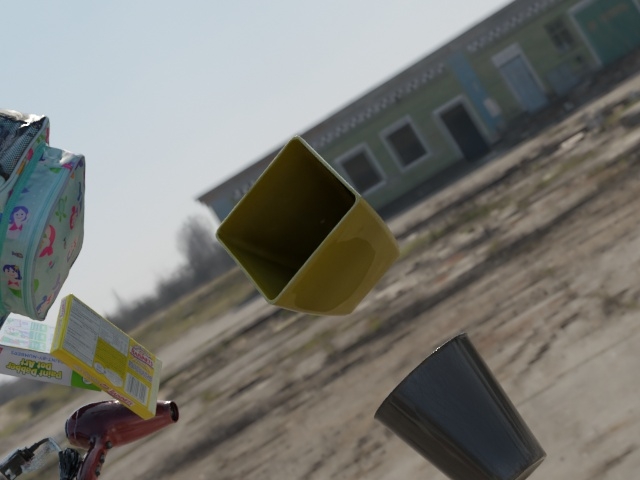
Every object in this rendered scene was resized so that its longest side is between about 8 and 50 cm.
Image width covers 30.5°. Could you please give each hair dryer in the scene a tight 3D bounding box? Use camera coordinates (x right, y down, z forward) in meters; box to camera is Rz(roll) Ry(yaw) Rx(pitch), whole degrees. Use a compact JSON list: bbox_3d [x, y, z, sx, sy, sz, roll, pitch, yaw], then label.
[{"bbox_3d":[-0.351,0.344,1.861,0.293,0.080,0.223,-36,40,-16],"label":"hair dryer"}]

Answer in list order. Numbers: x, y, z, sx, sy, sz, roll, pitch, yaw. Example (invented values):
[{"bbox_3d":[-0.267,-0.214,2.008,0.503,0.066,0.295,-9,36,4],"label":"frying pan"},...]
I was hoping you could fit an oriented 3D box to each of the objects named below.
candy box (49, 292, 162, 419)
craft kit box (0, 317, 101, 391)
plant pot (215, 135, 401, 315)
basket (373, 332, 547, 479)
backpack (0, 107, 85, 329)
[{"bbox_3d":[-0.316,0.176,1.757,0.027,0.206,0.105,-27,40,25],"label":"candy box"},{"bbox_3d":[-0.502,0.190,2.059,0.246,0.061,0.250,10,5,-13],"label":"craft kit box"},{"bbox_3d":[0.000,0.000,1.868,0.212,0.212,0.187,-50,-47,7],"label":"plant pot"},{"bbox_3d":[0.232,0.297,1.853,0.204,0.227,0.154,-43,-20,3],"label":"basket"},{"bbox_3d":[-0.383,-0.005,1.353,0.253,0.191,0.225,-63,-11,-46],"label":"backpack"}]
